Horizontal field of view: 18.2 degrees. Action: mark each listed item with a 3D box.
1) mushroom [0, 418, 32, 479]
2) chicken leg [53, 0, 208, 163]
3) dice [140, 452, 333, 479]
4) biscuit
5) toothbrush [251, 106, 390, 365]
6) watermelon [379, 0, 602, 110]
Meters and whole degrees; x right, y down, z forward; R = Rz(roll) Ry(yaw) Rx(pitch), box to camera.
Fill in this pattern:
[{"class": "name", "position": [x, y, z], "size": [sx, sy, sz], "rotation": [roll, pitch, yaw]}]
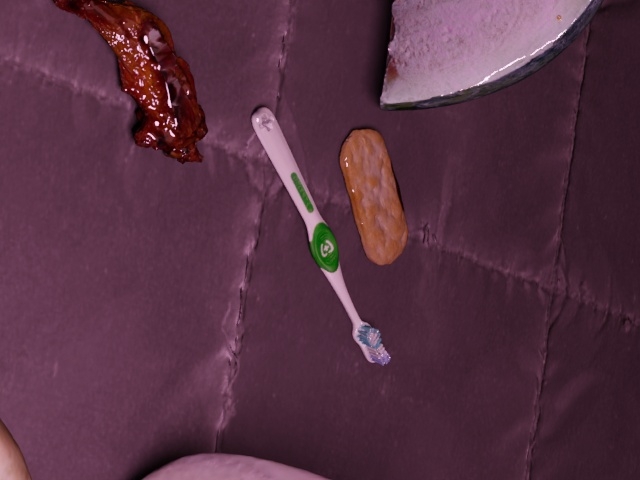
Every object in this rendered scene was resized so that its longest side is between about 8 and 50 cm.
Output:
[{"class": "mushroom", "position": [-0.345, 0.237, 1.381], "size": [0.352, 0.260, 0.352], "rotation": [7, 80, -45]}, {"class": "chicken leg", "position": [-0.157, -0.154, 1.755], "size": [0.089, 0.048, 0.219], "rotation": [-53, 128, -38]}, {"class": "dice", "position": [-0.050, 0.337, 1.730], "size": [0.259, 0.251, 0.243], "rotation": [44, 57, -40]}, {"class": "biscuit", "position": [0.055, -0.045, 2.027], "size": [0.071, 0.018, 0.147], "rotation": [-34, 117, -41]}, {"class": "toothbrush", "position": [-0.001, 0.000, 1.960], "size": [0.030, 0.030, 0.304], "rotation": [-47, 121, -38]}, {"class": "watermelon", "position": [0.167, -0.272, 2.039], "size": [0.214, 0.320, 0.289], "rotation": [47, 20, -9]}]
